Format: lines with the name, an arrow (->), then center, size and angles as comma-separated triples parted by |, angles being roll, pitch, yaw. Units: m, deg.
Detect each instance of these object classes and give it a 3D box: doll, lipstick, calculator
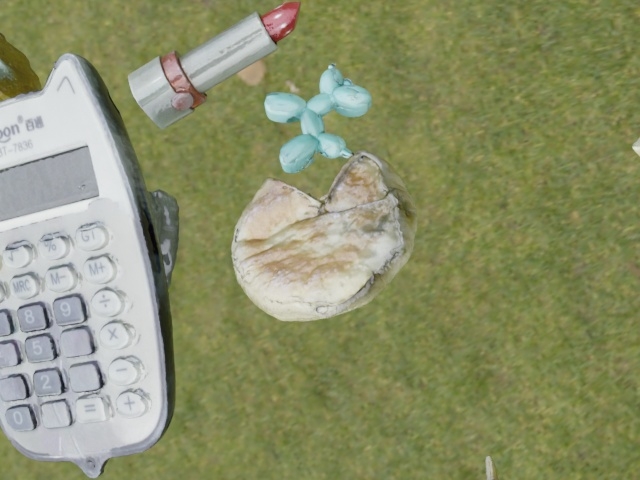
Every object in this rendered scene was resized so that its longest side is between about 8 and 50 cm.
doll -> -0.001, -0.187, 1.691 | 0.059, 0.158, 0.159 | 85, 175, -69
lipstick -> -0.096, -0.183, 1.132 | 0.186, 0.063, 0.057 | -29, 50, 11
calculator -> -0.174, 0.024, 0.744 | 0.177, 0.040, 0.268 | -10, 89, 33

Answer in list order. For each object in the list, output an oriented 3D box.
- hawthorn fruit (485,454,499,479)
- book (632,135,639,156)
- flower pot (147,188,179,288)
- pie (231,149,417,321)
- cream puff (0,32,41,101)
hawthorn fruit -> 0.235, 0.423, 1.562 | 0.199, 0.199, 0.251 | -15, 72, 43
book -> 0.252, -0.107, 0.472 | 0.018, 0.170, 0.241 | 43, 161, -18
flower pot -> -0.194, 0.048, 0.975 | 0.103, 0.108, 0.229 | -36, 43, 48
pie -> 0.000, 0.000, 1.823 | 0.337, 0.338, 0.075 | 16, 158, 37
cream puff -> -0.390, -0.165, 1.242 | 0.116, 0.146, 0.146 | -39, 77, 25
